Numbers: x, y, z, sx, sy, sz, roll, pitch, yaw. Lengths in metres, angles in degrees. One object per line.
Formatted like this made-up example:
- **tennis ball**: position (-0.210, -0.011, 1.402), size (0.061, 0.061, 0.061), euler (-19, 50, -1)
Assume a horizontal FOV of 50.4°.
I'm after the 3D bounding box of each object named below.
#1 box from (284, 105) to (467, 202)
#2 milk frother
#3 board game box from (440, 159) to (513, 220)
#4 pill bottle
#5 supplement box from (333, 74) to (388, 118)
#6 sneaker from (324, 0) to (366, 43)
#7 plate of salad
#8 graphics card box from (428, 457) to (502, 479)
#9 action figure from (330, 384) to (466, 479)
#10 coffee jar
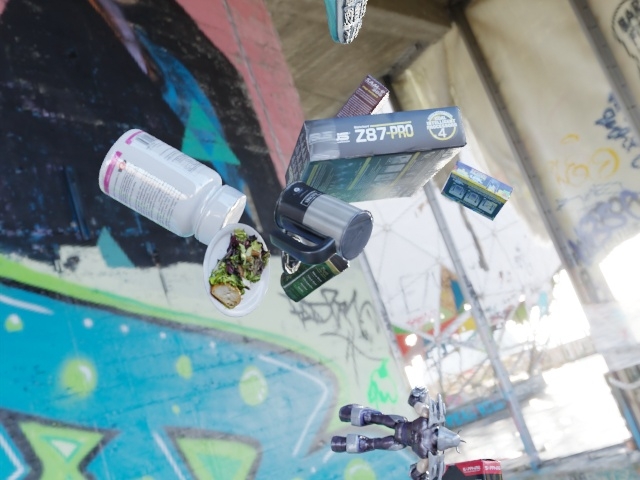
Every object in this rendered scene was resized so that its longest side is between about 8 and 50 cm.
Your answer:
- **box**: position (0.100, -0.167, 1.488), size (0.319, 0.097, 0.395), euler (-9, -9, -9)
- **milk frother**: position (0.000, 0.000, 1.069), size (0.129, 0.135, 0.143), euler (-53, -32, -17)
- **board game box**: position (0.431, -0.137, 1.891), size (0.048, 0.170, 0.141), euler (-58, -8, -22)
- **pill bottle**: position (-0.315, -0.107, 1.469), size (0.160, 0.283, 0.160), euler (-60, -5, -9)
- **supplement box**: position (0.076, -0.302, 1.767), size (0.239, 0.073, 0.130), euler (-52, -3, 2)
- **sneaker**: position (0.008, -0.469, 1.143), size (0.110, 0.275, 0.107), euler (-3, 24, 29)
- **plate of salad**: position (-0.166, 0.063, 1.433), size (0.048, 0.199, 0.200), euler (-2, 0, 39)
- **graphics card box**: position (0.443, 0.849, 2.009), size (0.094, 0.370, 0.233), euler (17, -32, -36)
- **action figure**: position (0.158, 0.371, 1.320), size (0.285, 0.185, 0.099), euler (-7, -22, 41)
- **coffee jar**: position (-0.011, 0.075, 1.740), size (0.184, 0.079, 0.096), euler (-35, 19, 15)
